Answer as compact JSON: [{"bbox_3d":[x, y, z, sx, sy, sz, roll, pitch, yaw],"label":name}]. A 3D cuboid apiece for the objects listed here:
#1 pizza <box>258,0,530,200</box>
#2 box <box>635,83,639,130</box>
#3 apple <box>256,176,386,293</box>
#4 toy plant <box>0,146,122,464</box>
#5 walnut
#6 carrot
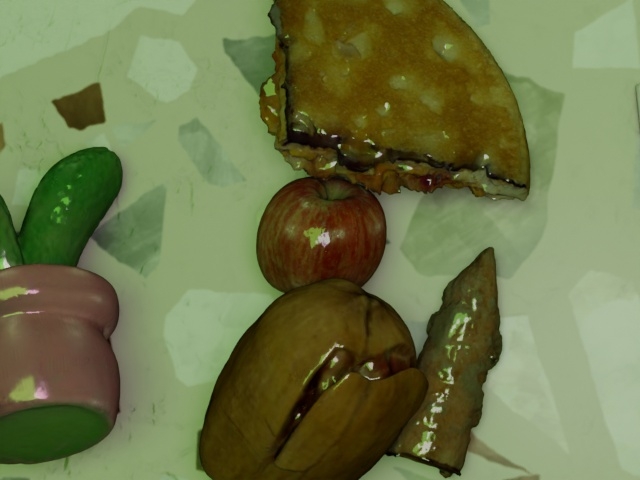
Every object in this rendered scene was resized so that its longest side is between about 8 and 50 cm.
[{"bbox_3d":[0.066,-0.169,1.774,0.409,0.114,0.278,37,68,8],"label":"pizza"},{"bbox_3d":[0.424,-0.073,1.766,0.122,0.032,0.220,-7,83,9],"label":"box"},{"bbox_3d":[0.000,0.000,1.775,0.146,0.146,0.131,16,111,11],"label":"apple"},{"bbox_3d":[-0.363,0.073,1.800,0.317,0.210,0.356,-17,69,9],"label":"toy plant"},{"bbox_3d":[-0.022,0.185,1.723,0.209,0.209,0.336,48,123,11],"label":"walnut"},{"bbox_3d":[0.149,0.131,1.762,0.102,0.102,0.263,17,86,11],"label":"carrot"}]
